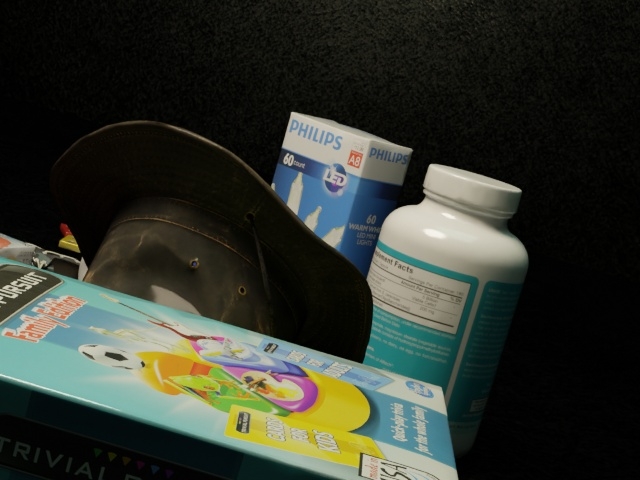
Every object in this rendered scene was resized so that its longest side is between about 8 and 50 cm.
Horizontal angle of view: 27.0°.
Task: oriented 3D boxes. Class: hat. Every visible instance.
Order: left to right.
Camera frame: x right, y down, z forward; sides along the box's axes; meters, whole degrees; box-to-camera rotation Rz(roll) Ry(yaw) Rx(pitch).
[{"bbox_3d":[-0.125,0.062,1.180,0.331,0.331,0.134,19,51,17],"label":"hat"}]

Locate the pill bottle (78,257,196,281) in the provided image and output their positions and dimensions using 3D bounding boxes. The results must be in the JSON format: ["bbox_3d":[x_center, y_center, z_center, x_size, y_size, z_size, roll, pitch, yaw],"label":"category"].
[{"bbox_3d":[-0.158,0.044,1.431,0.112,0.112,0.186,21,11,32],"label":"pill bottle"}]

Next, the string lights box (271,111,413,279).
[{"bbox_3d":[0.000,0.000,1.501,0.076,0.260,0.133,7,12,-46],"label":"string lights box"}]

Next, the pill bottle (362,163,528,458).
[{"bbox_3d":[0.111,0.065,1.280,0.146,0.264,0.146,16,9,-3],"label":"pill bottle"}]

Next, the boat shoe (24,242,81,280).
[{"bbox_3d":[-0.304,0.033,1.468,0.038,0.046,0.125,17,-1,42],"label":"boat shoe"}]

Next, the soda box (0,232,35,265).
[{"bbox_3d":[-0.366,0.027,1.322,0.058,0.063,0.183,19,9,25],"label":"soda box"}]

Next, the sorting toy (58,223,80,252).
[{"bbox_3d":[-0.193,0.038,1.615,0.274,0.046,0.132,13,10,-24],"label":"sorting toy"}]

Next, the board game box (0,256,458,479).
[{"bbox_3d":[-0.093,0.103,0.776,0.336,0.079,0.254,17,8,0],"label":"board game box"}]
